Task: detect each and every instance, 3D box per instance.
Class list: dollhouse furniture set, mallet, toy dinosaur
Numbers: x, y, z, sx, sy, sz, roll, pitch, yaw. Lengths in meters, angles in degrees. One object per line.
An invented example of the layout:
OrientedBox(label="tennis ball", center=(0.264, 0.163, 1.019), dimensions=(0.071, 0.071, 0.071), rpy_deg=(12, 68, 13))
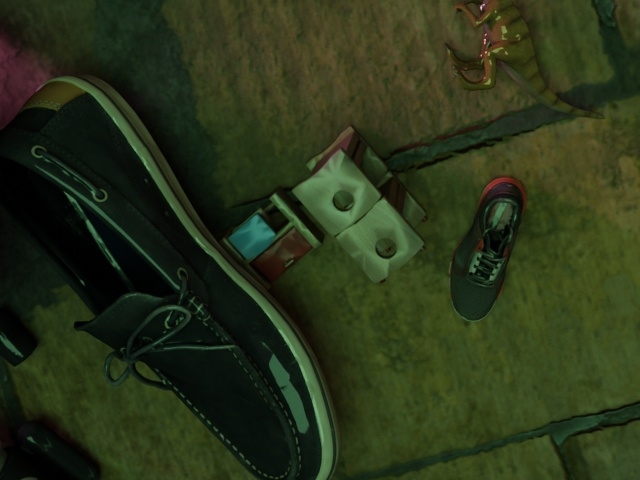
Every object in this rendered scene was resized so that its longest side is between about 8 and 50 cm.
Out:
OrientedBox(label="dollhouse furniture set", center=(0.000, 0.000, 1.386), dimensions=(0.183, 0.129, 0.129), rpy_deg=(-40, 98, 14))
OrientedBox(label="mallet", center=(-0.403, 0.143, 1.528), dimensions=(0.189, 0.039, 0.062), rpy_deg=(-31, 100, 18))
OrientedBox(label="toy dinosaur", center=(0.187, -0.183, 1.347), dimensions=(0.112, 0.064, 0.212), rpy_deg=(-26, 101, 12))

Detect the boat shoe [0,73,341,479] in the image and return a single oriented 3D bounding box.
OrientedBox(label="boat shoe", center=(-0.165, 0.067, 1.383), dimensions=(0.186, 0.156, 0.500), rpy_deg=(-28, 99, 47))

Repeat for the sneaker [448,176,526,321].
OrientedBox(label="sneaker", center=(0.168, 0.014, 1.404), dimensions=(0.061, 0.065, 0.158), rpy_deg=(14, 107, 3))

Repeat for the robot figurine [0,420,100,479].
OrientedBox(label="robot figurine", center=(-0.348, 0.326, 1.488), dimensions=(0.173, 0.209, 0.278), rpy_deg=(-39, 106, 25))
